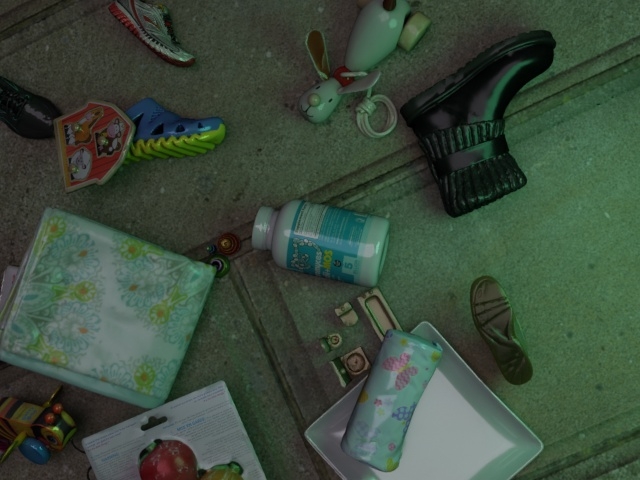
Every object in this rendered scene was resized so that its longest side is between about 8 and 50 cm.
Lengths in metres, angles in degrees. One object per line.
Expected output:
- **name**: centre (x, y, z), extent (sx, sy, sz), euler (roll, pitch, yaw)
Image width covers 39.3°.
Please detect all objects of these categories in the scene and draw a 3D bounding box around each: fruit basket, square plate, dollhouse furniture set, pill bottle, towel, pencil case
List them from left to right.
- **towel**: centre (-0.437, 0.138, 1.805), extent (0.374, 0.090, 0.321), euler (22, 87, -12)
- **fruit basket**: centre (-0.267, 0.500, 1.803), extent (0.327, 0.165, 0.353), euler (-24, 84, 6)
- **pill bottle**: centre (0.000, 0.000, 1.804), extent (0.264, 0.146, 0.146), euler (12, 89, 10)
- **dollhouse furniture set**: centre (0.080, 0.189, 1.792), extent (0.151, 0.123, 0.144), euler (-31, 83, 5)
- **pencil case**: centre (0.138, 0.308, 1.734), extent (0.124, 0.113, 0.273), euler (21, 90, 0)
- **square plate**: centre (0.204, 0.399, 1.800), extent (0.347, 0.049, 0.344), euler (-44, 81, 4)

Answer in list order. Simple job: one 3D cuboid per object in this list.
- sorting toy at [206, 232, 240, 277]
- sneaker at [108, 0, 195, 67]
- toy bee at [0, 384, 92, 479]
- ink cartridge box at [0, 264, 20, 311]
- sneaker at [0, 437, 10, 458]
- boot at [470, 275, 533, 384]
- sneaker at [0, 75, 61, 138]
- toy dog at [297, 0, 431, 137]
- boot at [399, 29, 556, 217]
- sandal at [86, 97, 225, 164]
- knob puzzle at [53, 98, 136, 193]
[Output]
- **sorting toy**: centre (-0.213, 0.028, 1.885), extent (0.061, 0.042, 0.102), euler (27, 91, 9)
- **sneaker**: centre (-0.349, -0.455, 1.911), extent (0.225, 0.088, 0.093), euler (43, 92, 8)
- **toy bee**: centre (-0.565, 0.377, 1.858), extent (0.298, 0.162, 0.195), euler (3, 43, 0)
- **ink cartridge box**: centre (-0.561, 0.147, 1.903), extent (0.219, 0.092, 0.160), euler (11, 89, 8)
- **sneaker**: centre (-0.801, 0.431, 1.918), extent (0.252, 0.103, 0.111), euler (27, 89, 10)
- **boot**: centre (0.348, 0.162, 1.733), extent (0.077, 0.165, 0.213), euler (-23, 90, 12)
- **sneaker**: centre (-0.688, -0.300, 1.944), extent (0.267, 0.106, 0.101), euler (27, 90, 8)
- **toy dog**: centre (0.083, -0.385, 1.806), extent (0.220, 0.161, 0.334), euler (20, 90, 9)
- **boot**: centre (0.354, -0.225, 1.769), extent (0.348, 0.131, 0.260), euler (-31, 76, 16)
- **sandal**: centre (-0.357, -0.239, 1.886), extent (0.317, 0.126, 0.138), euler (-4, 82, 7)
- **knob puzzle**: centre (-0.466, -0.206, 1.840), extent (0.213, 0.030, 0.213), euler (-5, 78, 24)
